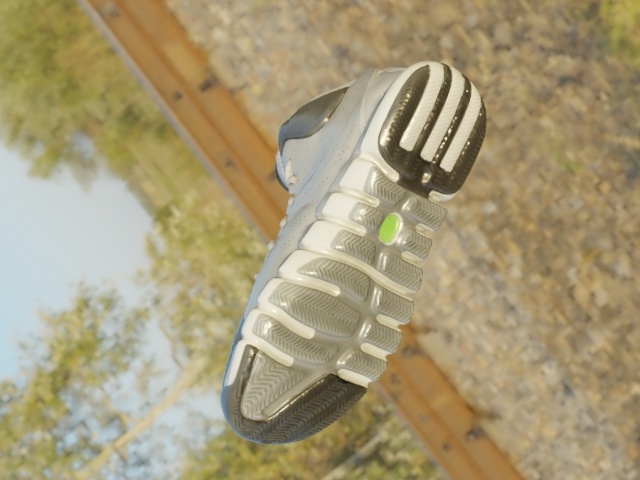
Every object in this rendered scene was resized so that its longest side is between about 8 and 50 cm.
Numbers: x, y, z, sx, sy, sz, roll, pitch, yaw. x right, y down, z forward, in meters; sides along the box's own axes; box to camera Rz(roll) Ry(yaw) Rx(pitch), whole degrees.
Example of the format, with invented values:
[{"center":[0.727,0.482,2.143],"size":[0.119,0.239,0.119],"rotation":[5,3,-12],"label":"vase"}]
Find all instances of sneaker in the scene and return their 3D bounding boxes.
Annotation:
[{"center":[0.000,0.000,0.801],"size":[0.086,0.228,0.132],"rotation":[33,176,-30],"label":"sneaker"}]
